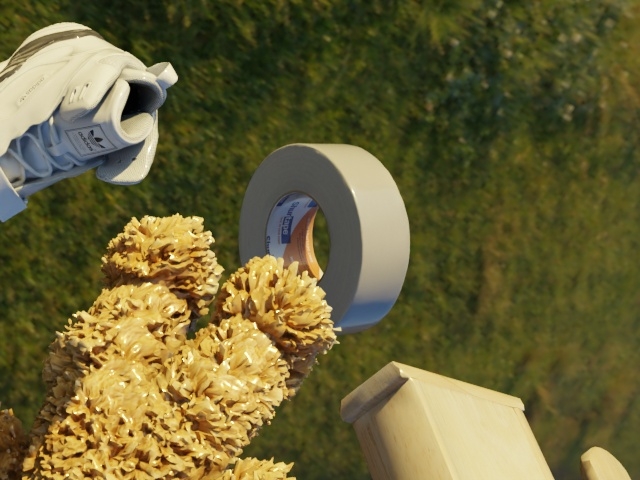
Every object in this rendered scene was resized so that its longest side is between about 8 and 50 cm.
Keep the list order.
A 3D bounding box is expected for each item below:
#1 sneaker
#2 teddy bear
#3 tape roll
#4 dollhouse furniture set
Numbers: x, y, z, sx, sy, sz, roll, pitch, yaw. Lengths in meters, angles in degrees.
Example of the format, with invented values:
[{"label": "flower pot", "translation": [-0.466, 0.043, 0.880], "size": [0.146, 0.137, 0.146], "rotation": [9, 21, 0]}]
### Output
[{"label": "sneaker", "translation": [-0.322, -0.101, 1.278], "size": [0.366, 0.210, 0.137], "rotation": [-49, 134, -25]}, {"label": "teddy bear", "translation": [-0.126, 0.134, 0.712], "size": [0.338, 0.245, 0.113], "rotation": [-45, 166, -14]}, {"label": "tape roll", "translation": [0.000, 0.000, 1.308], "size": [0.072, 0.219, 0.219], "rotation": [-4, 125, -39]}, {"label": "dollhouse furniture set", "translation": [-0.006, 0.246, 0.669], "size": [0.303, 0.173, 0.355], "rotation": [21, 128, -43]}]
